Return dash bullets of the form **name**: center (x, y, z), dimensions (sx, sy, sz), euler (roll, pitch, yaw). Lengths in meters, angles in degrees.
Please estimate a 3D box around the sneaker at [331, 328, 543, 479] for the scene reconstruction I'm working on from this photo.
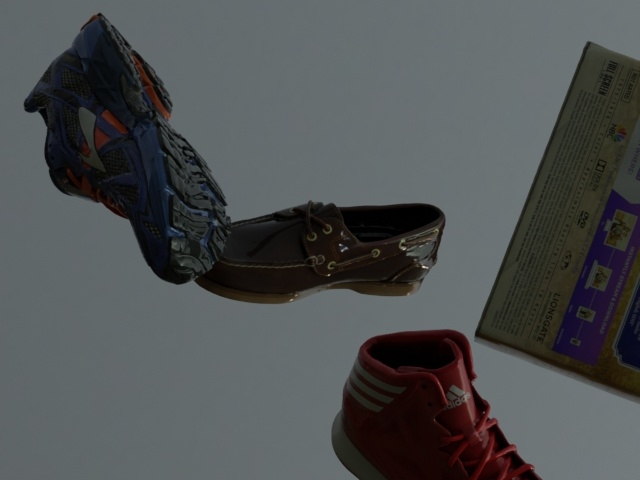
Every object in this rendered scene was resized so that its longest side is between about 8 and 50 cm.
- **sneaker**: center (0.096, 0.142, 1.202), dimensions (0.221, 0.087, 0.128), euler (32, -36, 23)

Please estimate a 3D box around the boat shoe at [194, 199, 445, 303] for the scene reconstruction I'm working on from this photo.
- **boat shoe**: center (0.000, 0.000, 1.421), dimensions (0.207, 0.073, 0.073), euler (-4, -46, -33)

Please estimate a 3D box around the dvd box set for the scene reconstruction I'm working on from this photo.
- **dvd box set**: center (0.391, 0.025, 1.756), dimensions (0.420, 0.307, 0.062), euler (20, -10, 7)

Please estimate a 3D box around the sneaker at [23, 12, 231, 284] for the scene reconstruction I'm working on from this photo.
- **sneaker**: center (-0.124, -0.045, 1.185), dimensions (0.087, 0.221, 0.083), euler (-37, -45, 9)
